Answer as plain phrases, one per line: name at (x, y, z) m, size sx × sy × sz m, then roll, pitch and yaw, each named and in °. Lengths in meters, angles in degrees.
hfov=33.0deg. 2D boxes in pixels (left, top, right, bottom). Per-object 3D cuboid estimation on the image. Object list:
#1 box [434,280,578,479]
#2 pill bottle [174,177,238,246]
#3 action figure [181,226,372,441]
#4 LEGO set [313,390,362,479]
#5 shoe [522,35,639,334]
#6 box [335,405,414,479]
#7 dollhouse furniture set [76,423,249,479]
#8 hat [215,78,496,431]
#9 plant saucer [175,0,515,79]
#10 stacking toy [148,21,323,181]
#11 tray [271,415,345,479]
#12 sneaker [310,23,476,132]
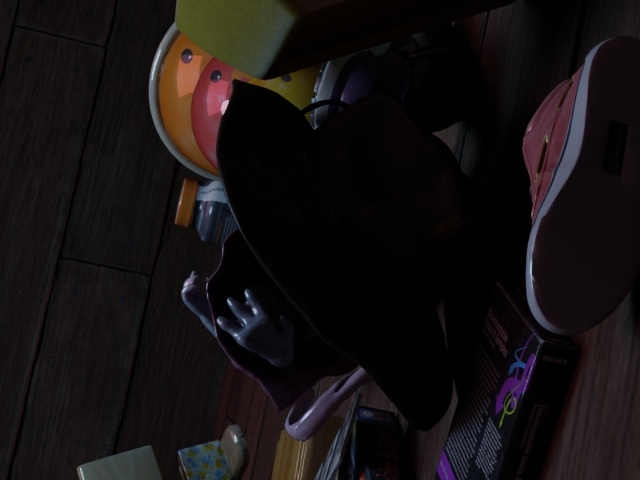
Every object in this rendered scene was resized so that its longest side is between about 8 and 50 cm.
box at (0.121, 0.121, 0.724) m, size 0.116 × 0.029 × 0.162 m, roll -107°, pitch 29°, yaw -72°
pill bottle at (-0.137, -0.045, 1.955) m, size 0.130 × 0.246 × 0.130 m, roll -168°, pitch 90°, yaw -81°
action figure at (0.014, 0.070, 1.145) m, size 0.248 × 0.275 × 0.370 m, roll -38°, pitch -22°, yaw -5°
LEGO set at (0.002, 0.283, 0.968) m, size 0.182 × 0.060 × 0.244 m, roll 111°, pitch 180°, yaw -45°
shoe at (0.151, -0.027, 0.632) m, size 0.081 × 0.064 × 0.178 m, roll 130°, pitch 157°, yaw -76°
box at (0.042, 0.273, 0.971) m, size 0.233 × 0.044 × 0.159 m, roll -102°, pitch 26°, yaw -71°
dollhouse furniture set at (-0.225, 0.466, 1.498) m, size 0.256 × 0.362 × 0.394 m, roll 112°, pitch 139°, yaw -55°
hat at (0.060, -0.023, 0.843) m, size 0.134 × 0.331 × 0.331 m, roll -32°, pitch 25°, yaw 16°
plant saucer at (0.065, -0.209, 0.800) m, size 0.333 × 0.333 × 0.081 m, roll 162°, pitch 89°, yaw -81°
stacking toy at (-0.049, -0.185, 1.675) m, size 0.480 × 0.351 × 0.350 m, roll 47°, pitch 126°, yaw 58°
tray at (-0.033, 0.408, 1.187) m, size 0.203 × 0.076 × 0.410 m, roll 126°, pitch 154°, yaw -71°
sneaker at (0.101, -0.153, 1.063) m, size 0.283 × 0.124 × 0.107 m, roll -45°, pitch -29°, yaw -55°
